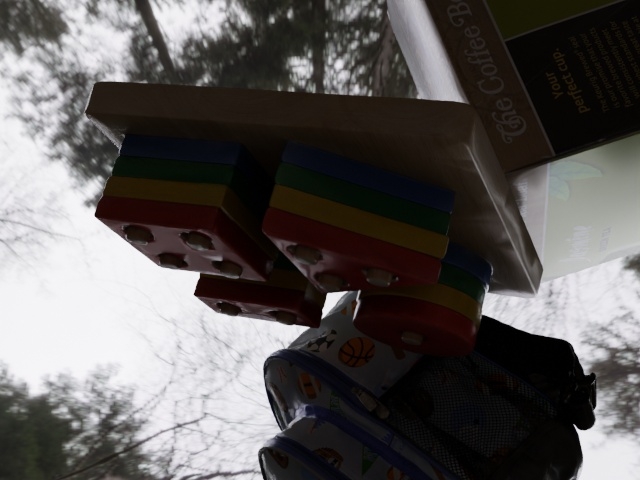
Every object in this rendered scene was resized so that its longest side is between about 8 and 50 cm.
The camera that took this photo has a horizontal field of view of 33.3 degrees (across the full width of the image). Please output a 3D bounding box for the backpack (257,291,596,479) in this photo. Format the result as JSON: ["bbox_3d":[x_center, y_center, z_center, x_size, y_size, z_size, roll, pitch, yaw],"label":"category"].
[{"bbox_3d":[0.068,0.178,0.880,0.213,0.277,0.263,-29,-131,-25],"label":"backpack"}]

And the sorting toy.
[{"bbox_3d":[0.000,0.000,0.730,0.255,0.257,0.089,7,-110,24],"label":"sorting toy"}]

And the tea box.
[{"bbox_3d":[0.239,-0.182,0.877,0.323,0.220,0.329,-17,-117,1],"label":"tea box"}]
